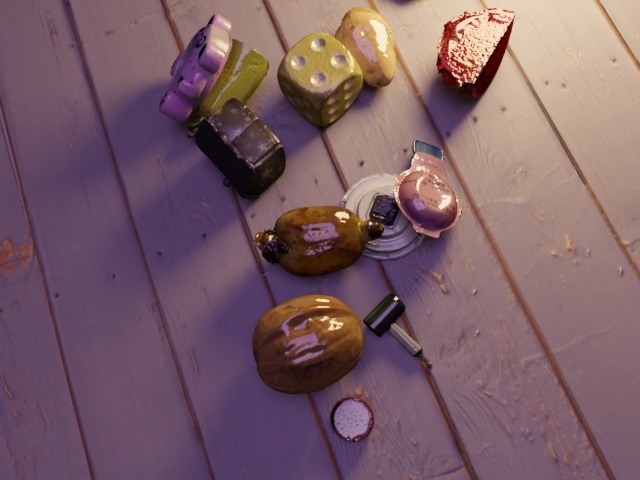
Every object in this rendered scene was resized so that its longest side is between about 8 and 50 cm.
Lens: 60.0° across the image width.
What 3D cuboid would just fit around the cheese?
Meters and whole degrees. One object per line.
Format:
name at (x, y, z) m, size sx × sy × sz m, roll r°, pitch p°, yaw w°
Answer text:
cheese at (0.269, -0.133, 1.384) m, size 0.189 × 0.074 × 0.285 m, roll 16°, pitch 57°, yaw -16°

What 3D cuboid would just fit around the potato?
potato at (0.120, -0.526, 1.498) m, size 0.161 × 0.128 × 0.234 m, roll -4°, pitch 80°, yaw 7°

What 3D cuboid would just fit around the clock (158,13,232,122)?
clock at (-0.319, -0.449, 1.440) m, size 0.090 × 0.248 × 0.227 m, roll 26°, pitch 46°, yaw -28°

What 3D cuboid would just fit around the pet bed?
pet bed at (-0.211, -0.223, 1.414) m, size 0.159 × 0.183 × 0.211 m, roll -42°, pitch 78°, yaw -14°

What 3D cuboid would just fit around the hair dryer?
hair dryer at (0.203, 0.229, 1.330) m, size 0.100 × 0.057 × 0.197 m, roll -43°, pitch 84°, yaw -7°

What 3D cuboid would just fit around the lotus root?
lotus root at (0.000, 0.000, 1.350) m, size 0.314 × 0.141 × 0.169 m, roll -6°, pitch 90°, yaw 8°

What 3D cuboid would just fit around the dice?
dice at (0.000, -0.419, 1.455) m, size 0.166 × 0.169 × 0.169 m, roll -44°, pitch 76°, yaw -7°

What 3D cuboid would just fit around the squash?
squash at (-0.257, -0.387, 1.512) m, size 0.137 × 0.137 × 0.287 m, roll 29°, pitch 93°, yaw 11°

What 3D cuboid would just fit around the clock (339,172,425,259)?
clock at (0.163, -0.067, 1.407) m, size 0.237 × 0.053 × 0.236 m, roll -1°, pitch 75°, yaw 5°

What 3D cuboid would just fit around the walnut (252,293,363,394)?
walnut at (-0.028, 0.231, 1.259) m, size 0.261 × 0.225 × 0.225 m, roll -25°, pitch 74°, yaw -8°

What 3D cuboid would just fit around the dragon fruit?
dragon fruit at (0.400, -0.478, 1.459) m, size 0.163 × 0.189 × 0.261 m, roll 13°, pitch 66°, yaw 47°

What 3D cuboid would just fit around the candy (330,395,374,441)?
candy at (0.074, 0.414, 1.285) m, size 0.103 × 0.043 × 0.103 m, roll -1°, pitch 74°, yaw 4°
